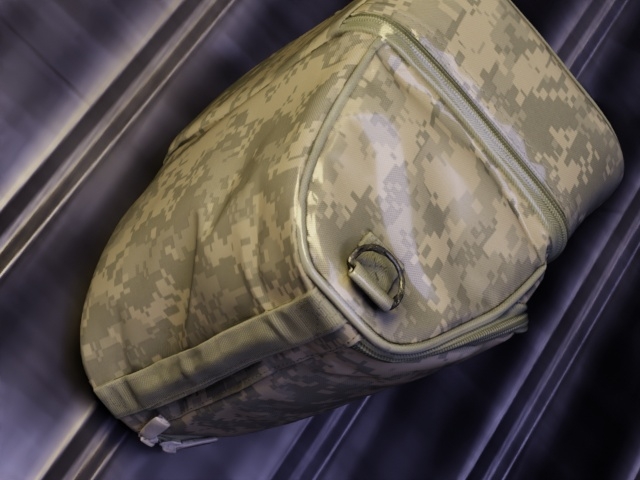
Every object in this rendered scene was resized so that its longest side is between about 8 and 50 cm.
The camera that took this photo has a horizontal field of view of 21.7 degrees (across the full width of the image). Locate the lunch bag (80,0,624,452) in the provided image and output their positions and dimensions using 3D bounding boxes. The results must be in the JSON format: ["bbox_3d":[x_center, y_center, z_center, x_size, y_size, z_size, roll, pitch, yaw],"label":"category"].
[{"bbox_3d":[0.000,0.000,1.053,0.212,0.305,0.256,51,53,-10],"label":"lunch bag"}]
